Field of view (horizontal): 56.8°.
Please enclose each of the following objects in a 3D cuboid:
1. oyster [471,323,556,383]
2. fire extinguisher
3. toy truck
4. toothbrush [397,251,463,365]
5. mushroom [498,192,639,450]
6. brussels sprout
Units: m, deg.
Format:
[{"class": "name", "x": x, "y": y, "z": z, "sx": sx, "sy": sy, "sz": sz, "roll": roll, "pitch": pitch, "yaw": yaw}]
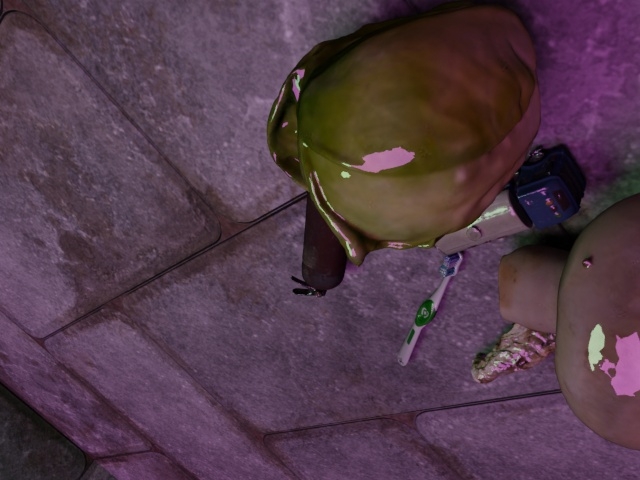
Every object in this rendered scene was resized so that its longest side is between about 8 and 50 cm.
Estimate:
[{"class": "oyster", "x": 0.311, "y": 0.166, "z": 0.890, "sx": 0.106, "sy": 0.061, "sz": 0.200, "roll": 25, "pitch": 137, "yaw": 7}, {"class": "fire extinguisher", "x": 0.000, "y": 0.000, "z": 0.910, "sx": 0.089, "sy": 0.072, "sz": 0.268, "roll": 15, "pitch": 135, "yaw": 9}, {"class": "toy truck", "x": 0.216, "y": -0.042, "z": 0.736, "sx": 0.201, "sy": 0.088, "sz": 0.074, "roll": -21, "pitch": 114, "yaw": 41}, {"class": "toothbrush", "x": 0.171, "y": 0.120, "z": 0.957, "sx": 0.030, "sy": 0.030, "sz": 0.304, "roll": 23, "pitch": 138, "yaw": 10}, {"class": "mushroom", "x": 0.355, "y": 0.069, "z": 0.679, "sx": 0.293, "sy": 0.292, "sz": 0.290, "roll": 58, "pitch": 168, "yaw": -25}, {"class": "brussels sprout", "x": 0.082, "y": -0.116, "z": 0.624, "sx": 0.294, "sy": 0.260, "sz": 0.227, "roll": -22, "pitch": 126, "yaw": 15}]
